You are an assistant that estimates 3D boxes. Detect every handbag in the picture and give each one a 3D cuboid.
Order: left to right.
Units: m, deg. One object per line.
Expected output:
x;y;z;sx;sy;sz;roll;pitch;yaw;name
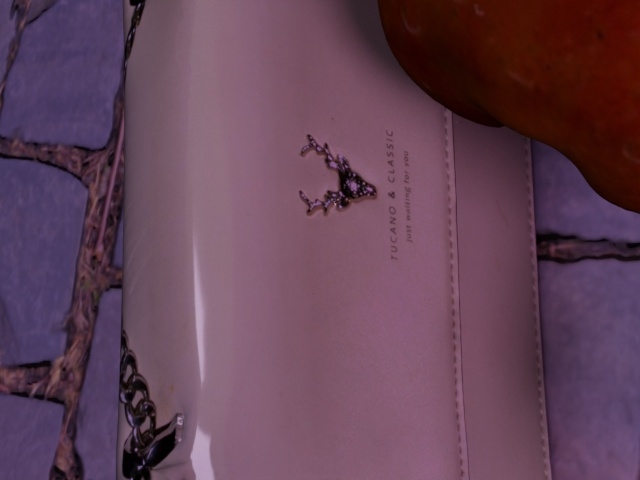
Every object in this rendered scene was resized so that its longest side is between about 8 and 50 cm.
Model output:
0.000;0.000;1.076;0.160;0.237;0.358;-22;62;45;handbag

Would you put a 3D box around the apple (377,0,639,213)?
0.197;-0.194;0.953;0.365;0.295;0.329;-58;14;5;apple
